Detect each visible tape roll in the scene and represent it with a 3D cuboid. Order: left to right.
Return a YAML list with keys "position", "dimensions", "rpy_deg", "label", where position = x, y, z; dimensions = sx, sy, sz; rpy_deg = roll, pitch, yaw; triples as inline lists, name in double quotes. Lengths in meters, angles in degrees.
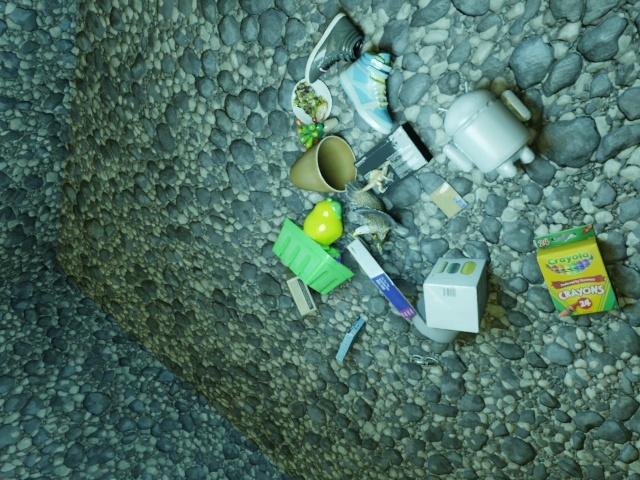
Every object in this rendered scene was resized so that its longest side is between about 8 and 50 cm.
- position: [0.509, 0.337, 1.858]
  dimensions: [0.219, 0.219, 0.072]
  rpy_deg: [28, 124, 16]
  label: "tape roll"

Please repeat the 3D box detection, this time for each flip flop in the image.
- position: [0.174, 0.071, 1.956]
  dimensions: [0.112, 0.080, 0.277]
  rpy_deg: [41, 158, 41]
  label: "flip flop"

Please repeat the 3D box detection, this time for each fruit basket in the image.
- position: [0.000, 0.000, 1.936]
  dimensions: [0.392, 0.392, 0.283]
  rpy_deg: [-5, 153, 32]
  label: "fruit basket"

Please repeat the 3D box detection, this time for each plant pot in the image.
- position: [-0.014, -0.306, 1.876]
  dimensions: [0.254, 0.237, 0.237]
  rpy_deg: [-8, 108, 46]
  label: "plant pot"

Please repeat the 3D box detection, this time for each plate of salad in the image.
- position: [-0.046, -0.595, 1.852]
  dimensions: [0.200, 0.048, 0.199]
  rpy_deg: [13, 118, 25]
  label: "plate of salad"

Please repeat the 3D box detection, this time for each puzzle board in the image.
- position: [0.519, -0.165, 1.750]
  dimensions: [0.128, 0.011, 0.096]
  rpy_deg: [47, 125, 2]
  label: "puzzle board"

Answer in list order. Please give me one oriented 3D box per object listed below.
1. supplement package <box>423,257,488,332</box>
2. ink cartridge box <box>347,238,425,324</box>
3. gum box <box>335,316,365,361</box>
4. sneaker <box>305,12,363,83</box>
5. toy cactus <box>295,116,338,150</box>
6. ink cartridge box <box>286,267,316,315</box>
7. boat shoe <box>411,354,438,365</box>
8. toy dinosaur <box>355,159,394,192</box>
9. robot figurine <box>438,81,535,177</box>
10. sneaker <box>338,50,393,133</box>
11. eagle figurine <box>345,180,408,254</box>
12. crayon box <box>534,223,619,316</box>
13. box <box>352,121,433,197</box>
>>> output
- position: [0.555, 0.211, 1.745]
  dimensions: [0.199, 0.263, 0.198]
  rpy_deg: [1, 112, 29]
  label: "supplement package"
- position: [0.271, 0.185, 1.793]
  dimensions: [0.071, 0.330, 0.324]
  rpy_deg: [-38, 127, 5]
  label: "ink cartridge box"
- position: [0.152, 0.498, 2.175]
  dimensions: [0.041, 0.157, 0.184]
  rpy_deg: [29, 123, 15]
  label: "gum box"
- position: [0.056, -0.720, 1.699]
  dimensions: [0.147, 0.104, 0.295]
  rpy_deg: [44, 122, 11]
  label: "sneaker"
- position: [-0.014, -0.476, 1.837]
  dimensions: [0.181, 0.219, 0.112]
  rpy_deg: [-28, 78, -4]
  label: "toy cactus"
- position: [-0.099, 0.241, 2.154]
  dimensions: [0.088, 0.234, 0.193]
  rpy_deg: [-24, 103, -1]
  label: "ink cartridge box"
- position: [0.504, 0.589, 2.088]
  dimensions: [0.125, 0.038, 0.046]
  rpy_deg: [11, 117, 25]
  label: "boat shoe"
- position: [0.230, -0.236, 1.723]
  dimensions: [0.092, 0.053, 0.183]
  rpy_deg: [44, 99, 2]
  label: "toy dinosaur"
- position: [0.577, -0.378, 1.500]
  dimensions: [0.300, 0.200, 0.353]
  rpy_deg: [-42, 88, 9]
  label: "robot figurine"
- position: [0.221, -0.581, 1.636]
  dimensions: [0.208, 0.127, 0.319]
  rpy_deg: [-39, 79, 36]
  label: "sneaker"
- position: [0.224, -0.092, 1.800]
  dimensions: [0.226, 0.225, 0.298]
  rpy_deg: [11, 134, 34]
  label: "eagle figurine"
- position: [0.942, 0.118, 1.594]
  dimensions: [0.202, 0.081, 0.318]
  rpy_deg: [-19, 101, 35]
  label: "crayon box"
- position: [0.292, -0.325, 1.749]
  dimensions: [0.261, 0.103, 0.184]
  rpy_deg: [-34, 97, 36]
  label: "box"
